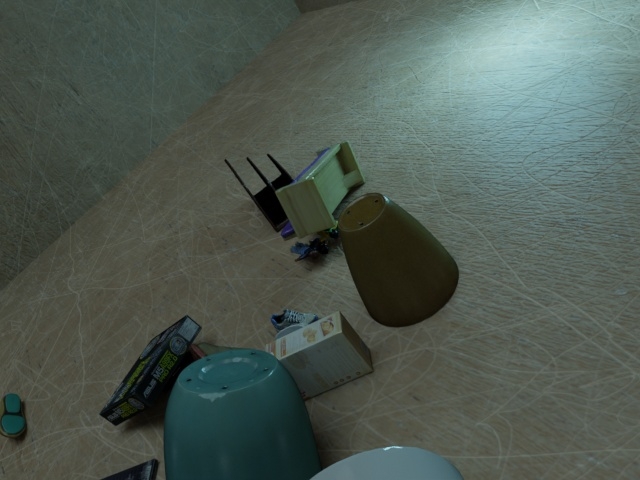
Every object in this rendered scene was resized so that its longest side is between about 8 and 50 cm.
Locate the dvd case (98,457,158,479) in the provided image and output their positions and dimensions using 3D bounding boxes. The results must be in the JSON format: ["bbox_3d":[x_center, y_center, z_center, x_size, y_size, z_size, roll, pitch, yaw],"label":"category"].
[{"bbox_3d":[-0.484,0.620,1.317,0.221,0.018,0.164,-25,35,16],"label":"dvd case"}]

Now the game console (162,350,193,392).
[{"bbox_3d":[-0.412,0.347,1.545,0.071,0.107,0.122,33,68,14],"label":"game console"}]

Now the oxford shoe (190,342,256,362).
[{"bbox_3d":[-0.213,0.318,1.386,0.130,0.123,0.348,-26,24,-29],"label":"oxford shoe"}]

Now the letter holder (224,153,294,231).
[{"bbox_3d":[-0.188,-0.203,1.899,0.152,0.214,0.302,-38,32,-2],"label":"letter holder"}]

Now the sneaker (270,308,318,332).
[{"bbox_3d":[-0.070,0.202,1.422,0.135,0.058,0.052,-14,39,30],"label":"sneaker"}]

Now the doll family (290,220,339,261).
[{"bbox_3d":[0.000,0.000,1.605,0.193,0.076,0.111,-51,39,-12],"label":"doll family"}]

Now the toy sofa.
[{"bbox_3d":[-0.012,-0.152,1.641,0.177,0.150,0.362,-16,20,27],"label":"toy sofa"}]

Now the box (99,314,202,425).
[{"bbox_3d":[-0.452,0.345,1.510,0.216,0.060,0.270,-33,20,40],"label":"box"}]

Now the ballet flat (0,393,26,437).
[{"bbox_3d":[-0.995,0.582,1.814,0.232,0.080,0.073,36,103,59],"label":"ballet flat"}]

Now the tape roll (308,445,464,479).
[{"bbox_3d":[0.085,0.424,0.788,0.286,0.286,0.100,-34,32,4],"label":"tape roll"}]

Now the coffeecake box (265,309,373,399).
[{"bbox_3d":[-0.003,0.253,1.216,0.185,0.142,0.068,-27,33,14],"label":"coffeecake box"}]

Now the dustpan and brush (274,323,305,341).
[{"bbox_3d":[-0.044,0.242,1.342,0.211,0.060,0.147,-25,35,19],"label":"dustpan and brush"}]

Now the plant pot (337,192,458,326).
[{"bbox_3d":[0.148,0.025,1.262,0.237,0.254,0.237,-25,35,19],"label":"plant pot"}]

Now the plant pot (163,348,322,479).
[{"bbox_3d":[-0.155,0.344,1.044,0.293,0.235,0.293,-7,13,2],"label":"plant pot"}]
